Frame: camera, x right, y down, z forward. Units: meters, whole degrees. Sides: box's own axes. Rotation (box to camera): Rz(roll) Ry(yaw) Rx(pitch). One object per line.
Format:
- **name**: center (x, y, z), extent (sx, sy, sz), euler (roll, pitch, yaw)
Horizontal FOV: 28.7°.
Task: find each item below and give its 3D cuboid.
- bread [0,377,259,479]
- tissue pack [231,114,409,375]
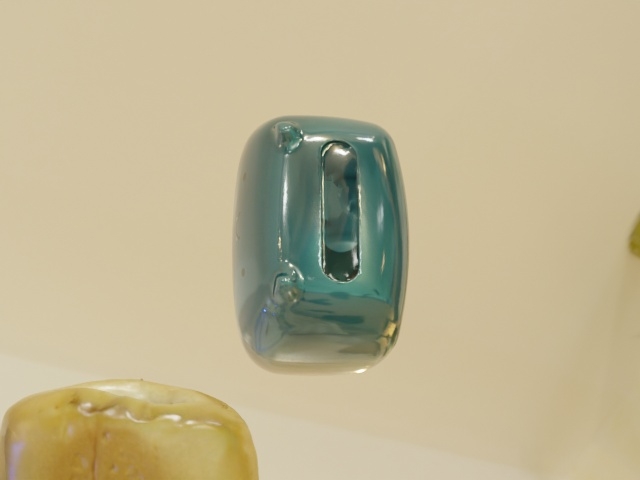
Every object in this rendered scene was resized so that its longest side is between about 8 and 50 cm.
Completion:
- **bread**: center (-0.093, 0.218, 0.662), extent (0.142, 0.091, 0.305), euler (-1, -80, 0)
- **tissue pack**: center (0.000, 0.000, 1.400), extent (0.198, 0.287, 0.206), euler (4, -21, -6)
